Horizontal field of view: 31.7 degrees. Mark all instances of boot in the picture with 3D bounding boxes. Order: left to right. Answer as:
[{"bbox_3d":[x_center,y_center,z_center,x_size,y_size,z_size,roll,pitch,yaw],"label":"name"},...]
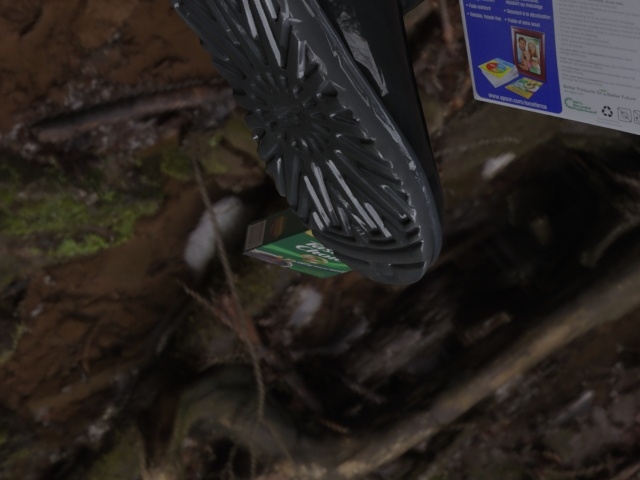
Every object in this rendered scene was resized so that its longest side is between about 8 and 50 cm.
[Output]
[{"bbox_3d":[0.108,-0.236,0.951,0.445,0.146,0.367,-49,126,-30],"label":"boot"}]

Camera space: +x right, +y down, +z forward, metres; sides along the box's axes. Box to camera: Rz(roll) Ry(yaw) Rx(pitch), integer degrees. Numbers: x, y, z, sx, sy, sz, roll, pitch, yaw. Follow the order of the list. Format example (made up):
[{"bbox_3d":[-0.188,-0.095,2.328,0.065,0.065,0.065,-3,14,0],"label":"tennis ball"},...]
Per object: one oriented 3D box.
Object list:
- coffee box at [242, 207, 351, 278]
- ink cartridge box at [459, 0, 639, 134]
[{"bbox_3d":[0.000,0.000,1.236,0.113,0.040,0.184,18,163,-25],"label":"coffee box"},{"bbox_3d":[0.301,-0.292,1.383,0.072,0.303,0.307,-35,128,-31],"label":"ink cartridge box"}]
